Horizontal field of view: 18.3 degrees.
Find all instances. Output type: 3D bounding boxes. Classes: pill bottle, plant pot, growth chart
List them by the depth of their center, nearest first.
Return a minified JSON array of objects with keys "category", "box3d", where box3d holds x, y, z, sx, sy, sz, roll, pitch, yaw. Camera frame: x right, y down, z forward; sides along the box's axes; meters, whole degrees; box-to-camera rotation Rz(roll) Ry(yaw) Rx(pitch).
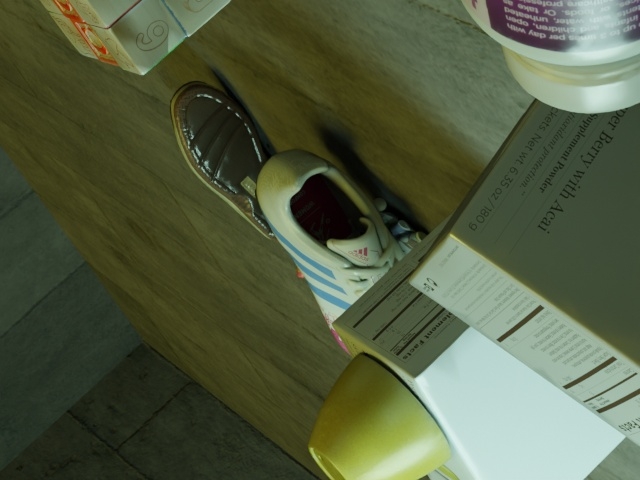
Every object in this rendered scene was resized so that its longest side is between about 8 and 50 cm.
[{"category":"pill bottle","box3d":[0.150,-0.209,1.165,0.169,0.169,0.301,39,164,31]},{"category":"plant pot","box3d":[0.045,0.190,1.897,0.134,0.095,0.134,45,166,14]},{"category":"growth chart","box3d":[0.133,0.042,2.251,0.237,0.021,0.172,44,165,9]}]

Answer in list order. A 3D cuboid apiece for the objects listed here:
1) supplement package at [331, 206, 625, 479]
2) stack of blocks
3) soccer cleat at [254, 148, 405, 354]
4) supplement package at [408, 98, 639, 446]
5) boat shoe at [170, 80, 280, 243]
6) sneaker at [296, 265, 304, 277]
[{"category":"supplement package","box3d":[0.173,0.128,1.971,0.145,0.204,0.262,29,157,51]},{"category":"stack of blocks","box3d":[-0.057,-0.248,1.417,0.087,0.297,0.171,54,166,-25]},{"category":"soccer cleat","box3d":[0.046,0.040,2.215,0.331,0.116,0.143,52,165,-15]},{"category":"supplement package","box3d":[0.242,0.029,1.440,0.293,0.177,0.175,35,165,1]},{"category":"boat shoe","box3d":[-0.114,-0.099,2.462,0.257,0.095,0.095,56,170,-32]},{"category":"sneaker","box3d":[0.000,0.000,2.380,0.208,0.094,0.081,54,166,-22]}]
